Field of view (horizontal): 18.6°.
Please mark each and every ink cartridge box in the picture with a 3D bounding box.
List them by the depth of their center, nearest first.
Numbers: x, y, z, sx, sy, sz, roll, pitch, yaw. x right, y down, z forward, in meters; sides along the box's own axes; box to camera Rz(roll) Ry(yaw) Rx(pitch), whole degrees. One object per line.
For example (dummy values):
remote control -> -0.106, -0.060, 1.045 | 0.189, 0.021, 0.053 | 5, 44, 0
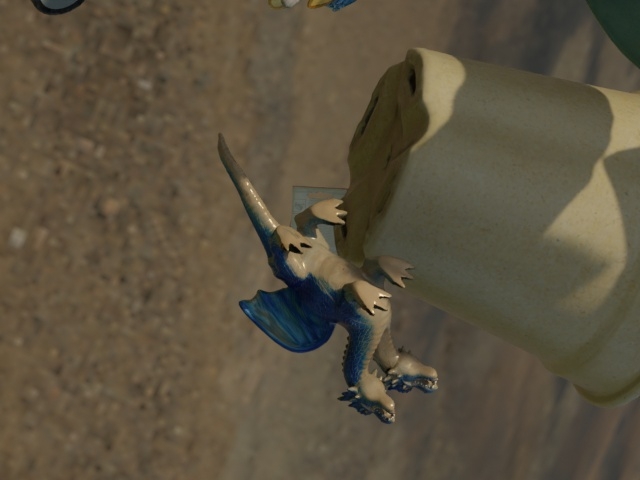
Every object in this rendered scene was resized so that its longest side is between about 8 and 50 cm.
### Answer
ink cartridge box -> 0.000, 0.000, 2.031 | 0.029, 0.063, 0.115 | -40, 133, -78

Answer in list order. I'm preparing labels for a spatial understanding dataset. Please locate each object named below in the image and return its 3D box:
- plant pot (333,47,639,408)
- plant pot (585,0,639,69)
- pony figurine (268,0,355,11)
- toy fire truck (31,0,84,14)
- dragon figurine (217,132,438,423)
plant pot -> 0.190, -0.037, 1.915 | 0.334, 0.305, 0.333 | -162, -90, -76
plant pot -> 0.405, -0.302, 1.982 | 0.255, 0.271, 0.272 | -33, 180, 30
pony figurine -> 0.116, -0.347, 1.507 | 0.363, 0.303, 0.351 | -35, -160, 38
toy fire truck -> -0.196, -0.313, 1.525 | 0.246, 0.158, 0.217 | -45, 145, 12
dragon figurine -> -0.011, 0.042, 1.719 | 0.085, 0.289, 0.144 | -50, 175, -43
